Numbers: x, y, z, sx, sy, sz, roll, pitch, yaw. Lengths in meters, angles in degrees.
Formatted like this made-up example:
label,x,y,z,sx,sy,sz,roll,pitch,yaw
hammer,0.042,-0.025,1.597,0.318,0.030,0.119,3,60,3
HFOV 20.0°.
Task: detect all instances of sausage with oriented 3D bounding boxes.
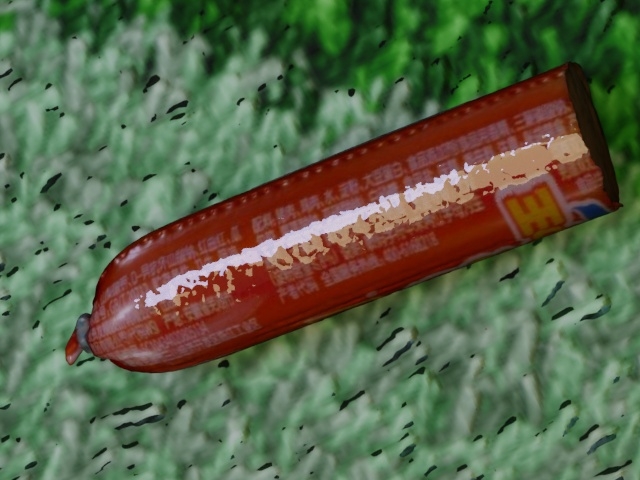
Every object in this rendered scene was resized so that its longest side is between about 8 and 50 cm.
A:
label,x,y,z,sx,sy,sz,roll,pitch,yaw
sausage,0.000,0.000,0.830,0.274,0.074,0.074,-21,92,14
